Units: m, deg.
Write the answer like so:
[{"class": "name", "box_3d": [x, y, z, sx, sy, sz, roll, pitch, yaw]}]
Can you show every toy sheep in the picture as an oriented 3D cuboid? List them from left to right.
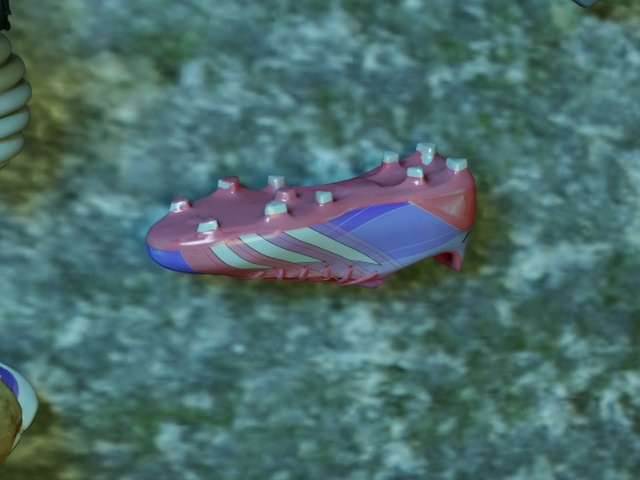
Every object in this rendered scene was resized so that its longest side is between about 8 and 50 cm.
[{"class": "toy sheep", "box_3d": [-0.215, -0.082, 1.080, 0.091, 0.091, 0.132, -18, 112, -23]}]

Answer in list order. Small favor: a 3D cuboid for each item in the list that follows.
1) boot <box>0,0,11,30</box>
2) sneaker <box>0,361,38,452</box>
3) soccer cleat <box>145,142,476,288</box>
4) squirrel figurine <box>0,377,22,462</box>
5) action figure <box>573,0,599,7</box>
[{"class": "boot", "box_3d": [-0.211, -0.105, 0.959, 0.099, 0.045, 0.121, -31, 122, -25]}, {"class": "sneaker", "box_3d": [-0.254, 0.147, 1.149, 0.071, 0.068, 0.170, 38, 76, -16]}, {"class": "soccer cleat", "box_3d": [0.000, 0.000, 1.227, 0.248, 0.083, 0.095, -14, 115, -27]}, {"class": "squirrel figurine", "box_3d": [-0.348, 0.182, 0.989, 0.397, 0.281, 0.370, -21, 111, -4]}, {"class": "action figure", "box_3d": [0.281, -0.304, 1.239, 0.330, 0.178, 0.341, -46, 118, 1]}]
